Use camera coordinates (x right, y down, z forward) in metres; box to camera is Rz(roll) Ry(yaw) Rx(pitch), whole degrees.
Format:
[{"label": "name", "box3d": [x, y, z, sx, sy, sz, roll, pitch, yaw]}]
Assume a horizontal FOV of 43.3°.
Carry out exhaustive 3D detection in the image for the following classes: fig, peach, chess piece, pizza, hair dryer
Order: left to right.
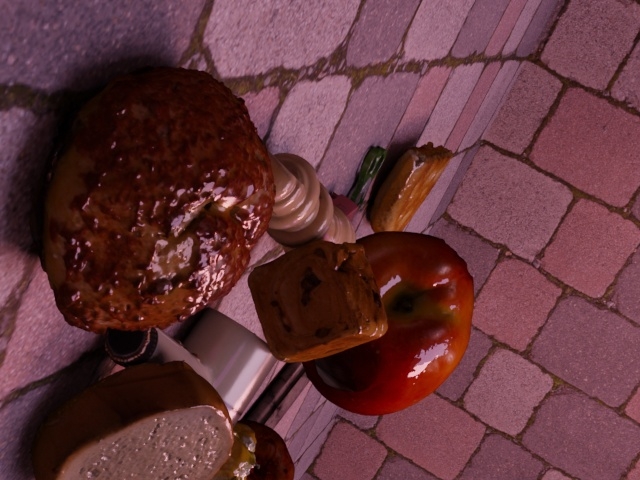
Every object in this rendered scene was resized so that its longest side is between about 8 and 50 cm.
[{"label": "hair dryer", "box3d": [-0.182, 0.161, 1.014, 0.203, 0.128, 0.362, -55, 159, -14]}, {"label": "fig", "box3d": [-0.180, 0.490, 1.626, 0.290, 0.190, 0.190, -48, 175, 35]}, {"label": "chess piece", "box3d": [-0.030, -0.041, 1.114, 0.117, 0.117, 0.397, -58, 166, -6]}, {"label": "peach", "box3d": [0.112, 0.172, 1.587, 0.310, 0.335, 0.406, -44, 180, -45]}, {"label": "pizza", "box3d": [0.172, -0.101, 1.791, 0.258, 0.087, 0.268, -59, 167, 20]}]

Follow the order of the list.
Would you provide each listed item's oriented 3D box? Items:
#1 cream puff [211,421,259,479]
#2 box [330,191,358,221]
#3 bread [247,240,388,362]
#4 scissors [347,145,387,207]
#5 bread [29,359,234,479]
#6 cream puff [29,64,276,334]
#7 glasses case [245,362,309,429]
[{"label": "cream puff", "box3d": [-0.193, 0.384, 1.346, 0.194, 0.194, 0.221, -33, 139, -62]}, {"label": "box", "box3d": [0.000, 0.000, 1.427, 0.111, 0.060, 0.156, -39, 155, -53]}, {"label": "bread", "box3d": [-0.002, 0.086, 1.127, 0.158, 0.149, 0.143, -21, 162, 22]}, {"label": "scissors", "box3d": [0.071, -0.088, 1.563, 0.204, 0.027, 0.101, -64, 165, 13]}, {"label": "bread", "box3d": [-0.208, 0.235, 0.911, 0.236, 0.070, 0.236, -19, 140, -17]}, {"label": "cream puff", "box3d": [-0.130, -0.026, 0.675, 0.240, 0.164, 0.240, -48, 163, -20]}, {"label": "glasses case", "box3d": [-0.119, 0.396, 1.849, 0.299, 0.060, 0.114, -49, 163, -39]}]
